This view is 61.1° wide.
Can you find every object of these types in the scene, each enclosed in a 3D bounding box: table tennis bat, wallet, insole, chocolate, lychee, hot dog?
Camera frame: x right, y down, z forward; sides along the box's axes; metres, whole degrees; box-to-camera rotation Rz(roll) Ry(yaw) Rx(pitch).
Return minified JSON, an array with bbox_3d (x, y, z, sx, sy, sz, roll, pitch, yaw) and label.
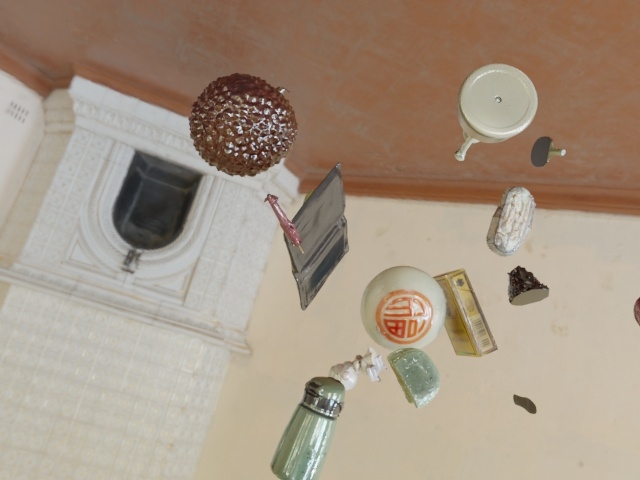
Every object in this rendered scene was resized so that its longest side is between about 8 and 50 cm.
[{"bbox_3d":[0.624,-0.244,1.494,0.013,0.087,0.156,10,-171,-10],"label":"table tennis bat"},{"bbox_3d":[0.000,0.000,1.325,0.041,0.247,0.323,21,146,22],"label":"wallet"},{"bbox_3d":[0.617,0.494,1.639,0.002,0.045,0.135,-3,176,-9],"label":"insole"},{"bbox_3d":[0.776,0.160,2.069,0.156,0.133,0.156,-8,151,-4],"label":"chocolate"},{"bbox_3d":[-0.188,-0.295,1.370,0.264,0.300,0.264,31,152,19],"label":"lychee"},{"bbox_3d":[0.701,-0.069,1.983,0.144,0.268,0.075,23,175,0],"label":"hot dog"}]

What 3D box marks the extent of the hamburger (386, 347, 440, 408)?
[{"bbox_3d":[0.199,0.271,1.109,0.084,0.121,0.054,-27,167,-13],"label":"hamburger"}]

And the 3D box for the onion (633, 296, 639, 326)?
[{"bbox_3d":[0.836,0.181,1.317,0.131,0.131,0.131,14,165,4],"label":"onion"}]

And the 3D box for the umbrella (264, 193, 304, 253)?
[{"bbox_3d":[-0.064,-0.031,1.030,0.027,0.025,0.165,37,163,44],"label":"umbrella"}]

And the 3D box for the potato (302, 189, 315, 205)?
[{"bbox_3d":[-0.004,-0.119,2.181,0.188,0.105,0.085,50,-173,25],"label":"potato"}]

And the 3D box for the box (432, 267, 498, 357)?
[{"bbox_3d":[0.496,0.258,1.926,0.084,0.301,0.193,-20,174,-13],"label":"box"}]

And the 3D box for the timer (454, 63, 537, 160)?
[{"bbox_3d":[0.400,-0.293,1.332,0.175,0.175,0.266,14,172,4],"label":"timer"}]

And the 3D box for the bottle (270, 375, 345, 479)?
[{"bbox_3d":[-0.028,0.614,1.774,0.168,0.347,0.168,23,172,4],"label":"bottle"}]

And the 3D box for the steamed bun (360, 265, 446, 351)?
[{"bbox_3d":[0.265,0.226,1.728,0.283,0.283,0.177,15,-170,2],"label":"steamed bun"}]

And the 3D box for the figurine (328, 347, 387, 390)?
[{"bbox_3d":[0.142,0.565,2.323,0.257,0.182,0.144,-24,113,22],"label":"figurine"}]
